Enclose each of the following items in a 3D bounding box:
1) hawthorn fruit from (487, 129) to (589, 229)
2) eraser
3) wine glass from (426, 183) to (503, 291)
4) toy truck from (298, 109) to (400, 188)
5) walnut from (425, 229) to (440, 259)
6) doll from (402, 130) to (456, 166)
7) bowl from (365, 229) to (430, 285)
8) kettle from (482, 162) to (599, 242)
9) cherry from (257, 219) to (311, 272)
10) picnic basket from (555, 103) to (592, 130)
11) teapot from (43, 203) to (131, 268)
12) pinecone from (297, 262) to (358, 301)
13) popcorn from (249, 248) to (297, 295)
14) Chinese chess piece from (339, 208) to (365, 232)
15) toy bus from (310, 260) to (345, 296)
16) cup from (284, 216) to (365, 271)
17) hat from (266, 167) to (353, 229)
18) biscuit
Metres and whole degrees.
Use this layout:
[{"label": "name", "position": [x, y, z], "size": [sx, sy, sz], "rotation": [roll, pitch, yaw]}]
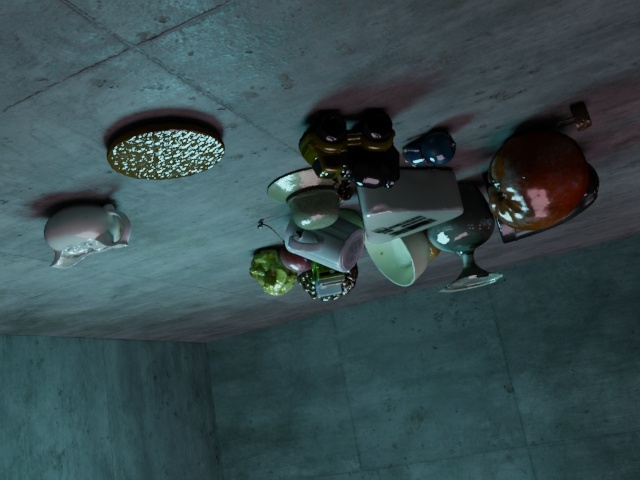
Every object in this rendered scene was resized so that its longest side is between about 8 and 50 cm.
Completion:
[{"label": "hawthorn fruit", "position": [0.587, -0.163, 1.727], "size": [0.284, 0.284, 0.284], "rotation": [-10, 165, -3]}, {"label": "eraser", "position": [0.227, -0.099, 1.934], "size": [0.331, 0.150, 0.331], "rotation": [-9, 166, -2]}, {"label": "wine glass", "position": [0.464, -0.010, 2.078], "size": [0.238, 0.323, 0.238], "rotation": [-8, 164, -2]}, {"label": "toy truck", "position": [0.069, -0.195, 1.450], "size": [0.224, 0.165, 0.147], "rotation": [-4, 164, -21]}, {"label": "walnut", "position": [0.382, -0.006, 2.344], "size": [0.144, 0.180, 0.144], "rotation": [-23, -156, 11]}, {"label": "doll", "position": [0.286, -0.232, 1.631], "size": [0.114, 0.085, 0.152], "rotation": [17, 161, -37]}, {"label": "bowl", "position": [0.282, 0.009, 2.197], "size": [0.145, 0.277, 0.277], "rotation": [-29, 172, -23]}, {"label": "kettle", "position": [0.700, -0.153, 1.992], "size": [0.324, 0.228, 0.321], "rotation": [-18, -170, 15]}, {"label": "cherry", "position": [-0.117, 0.020, 2.075], "size": [0.090, 0.225, 0.107], "rotation": [-45, 174, -2]}, {"label": "picnic basket", "position": [0.645, -0.306, 1.620], "size": [0.083, 0.072, 0.072], "rotation": [-18, 163, 24]}, {"label": "teapot", "position": [-0.619, -0.017, 1.686], "size": [0.298, 0.139, 0.204], "rotation": [-20, 160, 32]}, {"label": "pinecone", "position": [0.041, 0.127, 2.505], "size": [0.224, 0.224, 0.272], "rotation": [-20, 176, 31]}, {"label": "popcorn", "position": [-0.176, 0.120, 2.401], "size": [0.187, 0.185, 0.167], "rotation": [16, 133, -41]}, {"label": "Chinese chess piece", "position": [0.028, -0.022, 2.168], "size": [0.250, 0.101, 0.250], "rotation": [-9, 165, -2]}, {"label": "toy bus", "position": [0.024, 0.120, 2.232], "size": [0.113, 0.139, 0.302], "rotation": [-11, 173, -4]}, {"label": "cup", "position": [0.003, 0.010, 1.920], "size": [0.202, 0.221, 0.167], "rotation": [24, 141, 27]}, {"label": "hat", "position": [-0.019, -0.100, 1.802], "size": [0.257, 0.130, 0.257], "rotation": [-10, 165, -3]}, {"label": "biscuit", "position": [-0.342, -0.198, 1.407], "size": [0.262, 0.037, 0.262], "rotation": [-10, 165, -3]}]
